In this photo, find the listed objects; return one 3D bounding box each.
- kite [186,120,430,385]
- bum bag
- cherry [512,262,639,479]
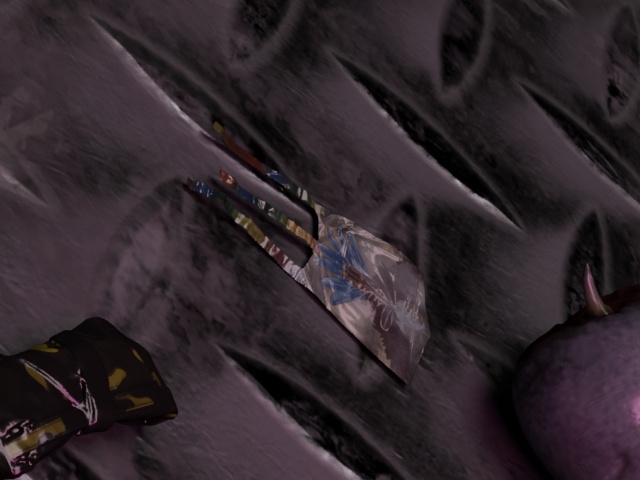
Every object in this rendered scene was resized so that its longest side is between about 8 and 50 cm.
[{"bbox_3d":[-0.002,0.001,1.880,0.310,0.015,0.169,43,35,-19],"label":"kite"},{"bbox_3d":[-0.204,0.120,1.486,0.106,0.060,0.232,52,31,16],"label":"bum bag"},{"bbox_3d":[0.318,0.161,1.931,0.296,0.218,0.255,60,27,1],"label":"cherry"}]
